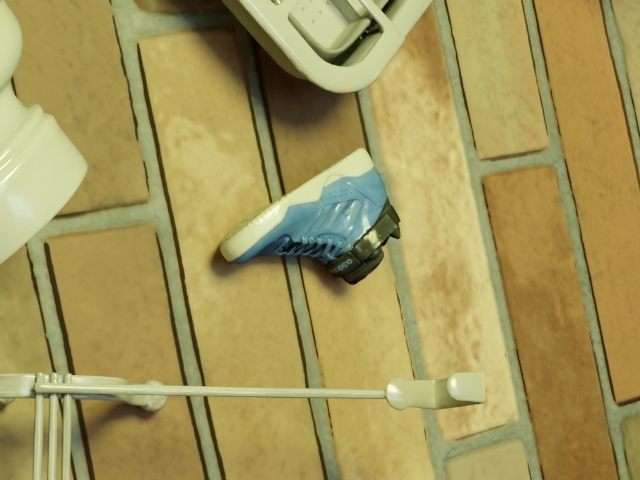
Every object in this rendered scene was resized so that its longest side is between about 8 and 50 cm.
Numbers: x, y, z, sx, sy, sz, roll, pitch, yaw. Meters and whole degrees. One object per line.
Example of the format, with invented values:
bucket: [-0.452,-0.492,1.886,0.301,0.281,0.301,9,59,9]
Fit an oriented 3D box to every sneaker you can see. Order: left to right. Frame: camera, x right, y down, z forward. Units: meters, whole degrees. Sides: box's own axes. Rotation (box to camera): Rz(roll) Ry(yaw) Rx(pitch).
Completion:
sneaker: [0.001,0.000,1.120,0.152,0.058,0.085,-34,94,-42]

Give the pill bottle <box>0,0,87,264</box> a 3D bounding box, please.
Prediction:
pill bottle: [-0.279,-0.121,0.857,0.318,0.176,0.176,51,57,-19]

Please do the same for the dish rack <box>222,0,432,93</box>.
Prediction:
dish rack: [-0.006,-0.295,1.157,0.285,0.072,0.333,48,58,-20]

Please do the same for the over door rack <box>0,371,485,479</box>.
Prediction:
over door rack: [-0.058,0.206,0.993,0.324,0.108,0.240,2,80,-16]
